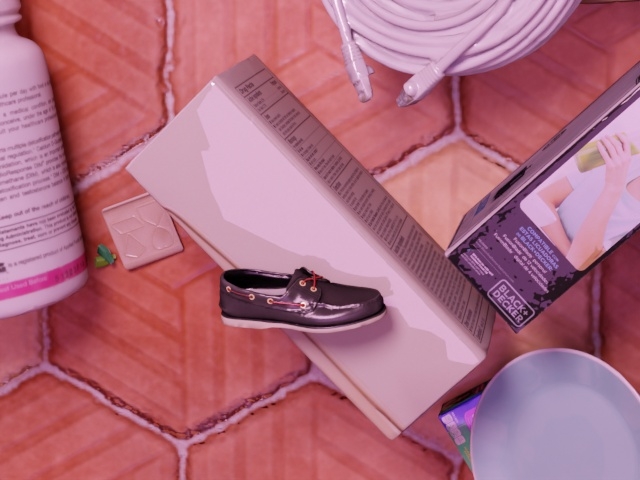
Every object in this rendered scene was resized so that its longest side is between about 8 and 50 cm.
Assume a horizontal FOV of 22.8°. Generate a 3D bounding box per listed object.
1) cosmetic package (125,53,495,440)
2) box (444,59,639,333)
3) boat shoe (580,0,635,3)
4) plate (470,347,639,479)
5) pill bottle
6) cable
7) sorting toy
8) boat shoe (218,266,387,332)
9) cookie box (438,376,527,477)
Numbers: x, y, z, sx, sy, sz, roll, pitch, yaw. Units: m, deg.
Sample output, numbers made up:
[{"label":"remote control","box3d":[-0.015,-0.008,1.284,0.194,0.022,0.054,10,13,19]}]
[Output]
[{"label":"cosmetic package","box3d":[0.000,0.000,1.317,0.309,0.160,0.113,45,106,-2]},{"label":"box","box3d":[0.240,-0.067,1.260,0.290,0.169,0.087,-42,92,17]},{"label":"boat shoe","box3d":[0.346,-0.251,1.220,0.341,0.121,0.110,-4,103,12]},{"label":"plate","box3d":[0.207,0.181,1.320,0.188,0.024,0.188,4,97,39]},{"label":"pill bottle","box3d":[-0.300,-0.083,1.344,0.160,0.160,0.283,-7,102,11]},{"label":"cable","box3d":[0.105,-0.256,1.237,0.257,0.089,0.257,-27,80,29]},{"label":"sorting toy","box3d":[-0.171,-0.006,1.418,0.083,0.012,0.062,-20,104,10]},{"label":"boat shoe","box3d":[-0.015,0.044,1.223,0.133,0.049,0.042,2,113,15]},{"label":"cookie box","box3d":[0.172,0.161,1.388,0.107,0.040,0.092,-30,96,14]}]
